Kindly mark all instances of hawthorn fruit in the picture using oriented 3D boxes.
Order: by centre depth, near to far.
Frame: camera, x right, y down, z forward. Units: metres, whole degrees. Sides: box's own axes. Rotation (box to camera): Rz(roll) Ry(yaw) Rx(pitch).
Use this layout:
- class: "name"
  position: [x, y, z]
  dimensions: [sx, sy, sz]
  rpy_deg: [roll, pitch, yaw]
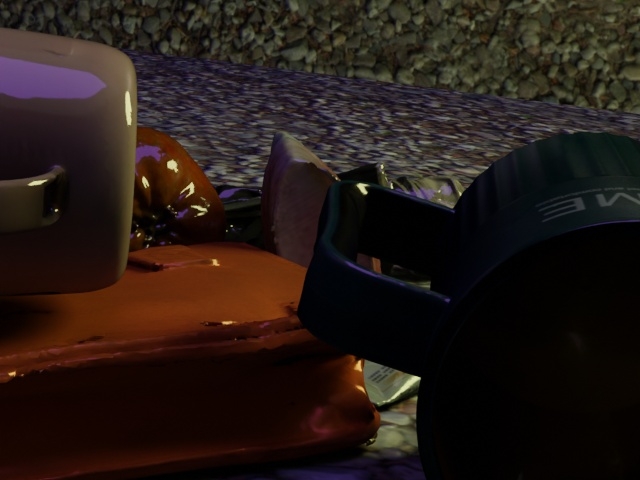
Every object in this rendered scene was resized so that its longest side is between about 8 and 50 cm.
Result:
- class: "hawthorn fruit"
  position: [-0.184, -0.018, 1.463]
  dimensions: [0.189, 0.189, 0.189]
  rpy_deg: [4, 13, -1]

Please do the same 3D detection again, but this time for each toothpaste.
- class: "toothpaste"
  position: [0.101, 0.099, 1.334]
  dimensions: [0.067, 0.037, 0.255]
  rpy_deg: [22, 24, 37]

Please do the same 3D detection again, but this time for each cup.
- class: "cup"
  position: [0.155, 0.071, 1.019]
  dimensions: [0.308, 0.242, 0.292]
  rpy_deg: [-11, 15, 8]
- class: "cup"
  position: [-0.225, -0.047, 1.030]
  dimensions: [0.200, 0.191, 0.253]
  rpy_deg: [3, 12, -9]

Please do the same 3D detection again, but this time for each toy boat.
- class: "toy boat"
  position: [0.000, 0.000, 1.453]
  dimensions: [0.096, 0.206, 0.282]
  rpy_deg: [-22, -2, 2]

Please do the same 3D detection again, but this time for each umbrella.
- class: "umbrella"
  position: [-0.020, -0.014, 1.637]
  dimensions: [0.357, 0.113, 0.106]
  rpy_deg: [-2, -13, -4]

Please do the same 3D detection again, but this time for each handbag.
- class: "handbag"
  position: [-0.175, 0.079, 1.155]
  dimensions: [0.410, 0.116, 0.303]
  rpy_deg: [-4, 15, -31]
